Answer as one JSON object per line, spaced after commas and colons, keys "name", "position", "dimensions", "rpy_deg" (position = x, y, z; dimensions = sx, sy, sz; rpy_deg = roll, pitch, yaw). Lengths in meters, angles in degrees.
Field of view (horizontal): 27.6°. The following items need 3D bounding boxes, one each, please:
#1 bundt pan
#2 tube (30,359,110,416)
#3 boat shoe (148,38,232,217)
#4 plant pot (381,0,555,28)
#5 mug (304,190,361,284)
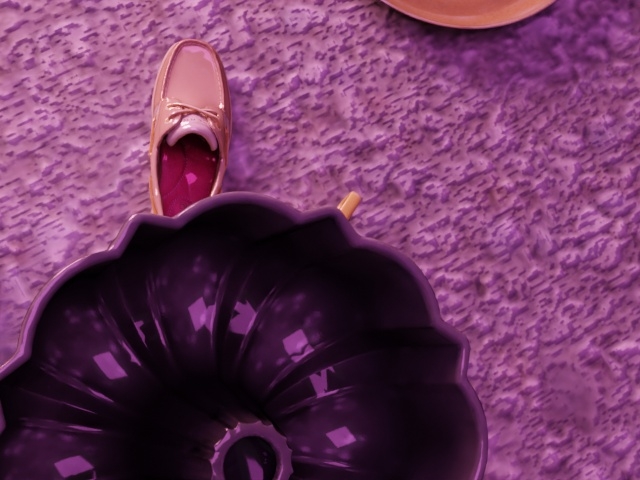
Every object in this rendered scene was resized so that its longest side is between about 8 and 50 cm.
{"name": "bundt pan", "position": [-0.066, 0.136, 0.825], "dimensions": [0.331, 0.124, 0.330], "rpy_deg": [1, 88, -25]}
{"name": "tube", "position": [-0.138, 0.084, 0.891], "dimensions": [0.207, 0.052, 0.080], "rpy_deg": [-27, 94, -21]}
{"name": "boat shoe", "position": [-0.091, -0.069, 0.927], "dimensions": [0.063, 0.059, 0.170], "rpy_deg": [3, 76, -11]}
{"name": "plant pot", "position": [0.104, -0.273, 1.031], "dimensions": [0.236, 0.032, 0.236], "rpy_deg": [3, 77, -11]}
{"name": "mug", "position": [-0.004, 0.002, 0.927], "dimensions": [0.062, 0.064, 0.078], "rpy_deg": [5, 76, -10]}
